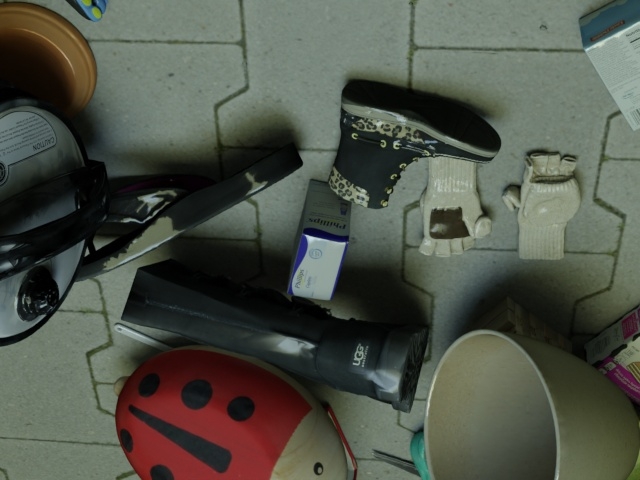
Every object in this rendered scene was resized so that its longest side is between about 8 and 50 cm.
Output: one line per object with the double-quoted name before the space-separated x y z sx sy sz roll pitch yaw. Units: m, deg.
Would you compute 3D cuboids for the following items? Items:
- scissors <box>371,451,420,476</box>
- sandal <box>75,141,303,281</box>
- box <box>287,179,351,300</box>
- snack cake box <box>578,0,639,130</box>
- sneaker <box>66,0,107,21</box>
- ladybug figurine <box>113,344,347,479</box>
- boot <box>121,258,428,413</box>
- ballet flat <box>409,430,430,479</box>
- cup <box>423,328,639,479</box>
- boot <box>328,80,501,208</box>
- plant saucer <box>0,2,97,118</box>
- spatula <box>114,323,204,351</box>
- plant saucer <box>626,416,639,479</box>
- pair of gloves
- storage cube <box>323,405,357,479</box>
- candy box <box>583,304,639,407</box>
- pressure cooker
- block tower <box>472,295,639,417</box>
"scissors" 0.241 0.460 2.080 0.297 0.021 0.109 37 127 -20
"sandal" -0.235 -0.059 1.637 0.446 0.167 0.107 -27 97 17
"box" 0.000 0.000 1.644 0.072 0.137 0.126 12 130 -4
"snack cake box" 0.489 -0.273 1.389 0.264 0.089 0.152 -25 121 25
"sneaker" -0.362 -0.369 1.439 0.188 0.067 0.078 41 144 -27
"ladybug figurine" -0.174 0.343 1.819 0.449 0.162 0.305 21 93 18
"boot" -0.059 0.155 1.752 0.445 0.146 0.367 12 169 12
"ballet flat" 0.235 0.457 2.021 0.083 0.087 0.247 -31 111 -19
"cup" 0.348 0.300 1.654 0.237 0.331 0.331 2 135 -28
"boot" 0.129 -0.121 1.560 0.236 0.085 0.178 19 132 5
"plant saucer" -0.426 -0.248 1.555 0.200 0.037 0.200 3 131 4
"spatula" -0.229 0.163 1.891 0.242 0.019 0.168 27 133 -14
"plant saucer" 0.503 0.353 1.822 0.188 0.045 0.188 29 129 -18
"pair of gloves" 0.272 -0.049 1.633 0.240 0.042 0.204 5 130 2
"storage cube" -0.055 0.442 1.992 0.193 0.183 0.215 -11 128 17
"candy box" 0.573 0.172 1.762 0.159 0.071 0.233 32 126 -18
"pressure cooker" -0.511 -0.044 1.478 0.421 0.369 0.375 11 157 23
"block tower" 0.408 0.231 1.819 0.335 0.091 0.097 33 127 -19
